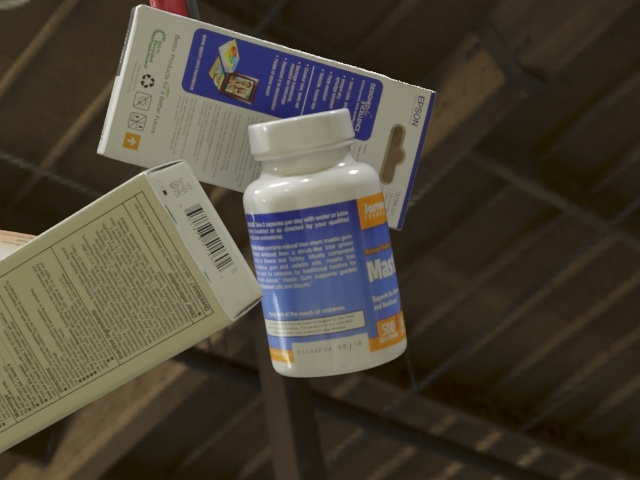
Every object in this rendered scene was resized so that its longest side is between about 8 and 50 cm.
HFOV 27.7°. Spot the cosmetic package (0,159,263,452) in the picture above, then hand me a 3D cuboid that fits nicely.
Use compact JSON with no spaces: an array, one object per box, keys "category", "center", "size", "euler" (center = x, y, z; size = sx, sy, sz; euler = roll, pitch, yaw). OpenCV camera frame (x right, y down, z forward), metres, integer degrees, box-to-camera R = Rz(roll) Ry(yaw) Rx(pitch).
[{"category":"cosmetic package","center":[-0.229,0.069,1.221],"size":[0.309,0.113,0.160],"euler":[-28,-88,18]}]

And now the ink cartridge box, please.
[{"category":"ink cartridge box","center":[-0.060,-0.139,1.520],"size":[0.371,0.069,0.176],"euler":[14,-89,-15]}]

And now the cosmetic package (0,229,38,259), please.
[{"category":"cosmetic package","center":[-0.430,0.096,1.415],"size":[0.153,0.296,0.129],"euler":[8,-66,28]}]

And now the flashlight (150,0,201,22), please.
[{"category":"flashlight","center":[-0.189,-0.258,1.576],"size":[0.103,0.103,0.304],"euler":[-15,-61,-3]}]

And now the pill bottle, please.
[{"category":"pill bottle","center":[0.000,0.000,1.405],"size":[0.152,0.152,0.272],"euler":[-10,-84,-2]}]
